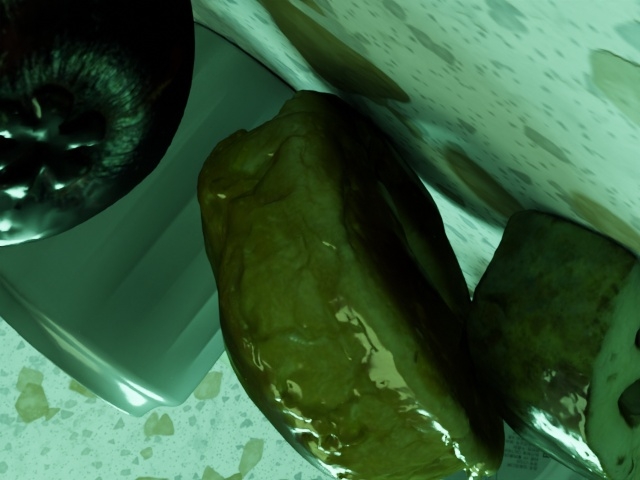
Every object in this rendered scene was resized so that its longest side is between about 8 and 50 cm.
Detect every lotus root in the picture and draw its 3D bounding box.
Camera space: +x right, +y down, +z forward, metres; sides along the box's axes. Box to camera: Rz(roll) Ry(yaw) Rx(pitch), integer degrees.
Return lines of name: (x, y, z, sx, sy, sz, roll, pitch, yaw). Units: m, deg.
lotus root: (0.191, 0.087, 0.827, 0.119, 0.138, 0.235, 21, 160, 44)

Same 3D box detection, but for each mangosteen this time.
mangosteen: (-0.237, -0.144, 0.841, 0.300, 0.300, 0.300, 38, 176, 3)

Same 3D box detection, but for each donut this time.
donut: (0.018, 0.042, 0.898, 0.330, 0.160, 0.330, -22, -90, -78)

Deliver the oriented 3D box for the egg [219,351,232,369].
egg: (-0.056, 0.073, 1.801, 0.283, 0.283, 0.345, 35, 171, 40)

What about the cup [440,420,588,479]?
cup: (0.201, 0.226, 1.373, 0.253, 0.253, 0.371, 37, 175, 19)

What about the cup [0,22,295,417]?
cup: (-0.176, -0.040, 1.176, 0.323, 0.327, 0.237, 39, 176, 12)
